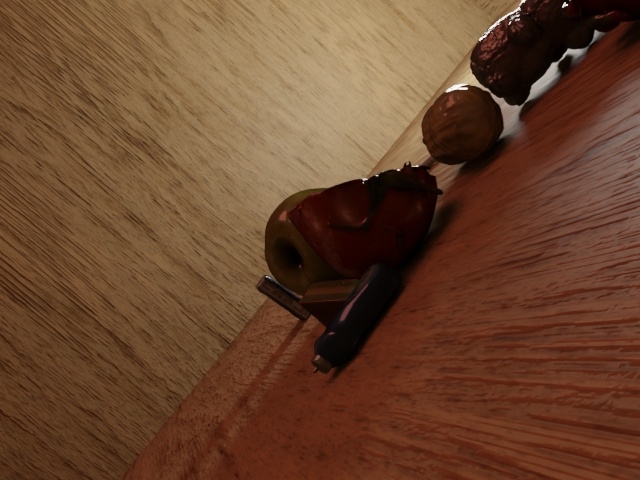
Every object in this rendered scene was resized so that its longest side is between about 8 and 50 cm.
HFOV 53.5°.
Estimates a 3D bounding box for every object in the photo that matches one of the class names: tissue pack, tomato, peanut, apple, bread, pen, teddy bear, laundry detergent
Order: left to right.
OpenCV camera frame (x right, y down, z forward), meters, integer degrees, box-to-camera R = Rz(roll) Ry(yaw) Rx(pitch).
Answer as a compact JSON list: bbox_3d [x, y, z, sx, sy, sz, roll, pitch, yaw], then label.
[{"bbox_3d":[-0.098,0.152,1.687,0.051,0.156,0.112,-55,6,-8],"label":"tissue pack"},{"bbox_3d":[0.000,0.000,1.445,0.262,0.262,0.262,-49,5,5],"label":"apple"},{"bbox_3d":[0.032,0.104,1.283,0.139,0.084,0.074,-44,6,46],"label":"bread"},{"bbox_3d":[0.050,0.131,1.030,0.206,0.061,0.097,-52,6,-22],"label":"laundry detergent"},{"bbox_3d":[0.090,-0.011,1.171,0.309,0.170,0.309,-14,-13,-3],"label":"tomato"},{"bbox_3d":[0.306,-0.224,1.709,0.218,0.026,0.026,-46,6,42],"label":"pen"},{"bbox_3d":[0.281,-0.228,1.281,0.152,0.152,0.313,-50,-1,-1],"label":"peanut"},{"bbox_3d":[0.415,-0.387,1.212,0.267,0.151,0.236,-37,-17,27],"label":"teddy bear"}]

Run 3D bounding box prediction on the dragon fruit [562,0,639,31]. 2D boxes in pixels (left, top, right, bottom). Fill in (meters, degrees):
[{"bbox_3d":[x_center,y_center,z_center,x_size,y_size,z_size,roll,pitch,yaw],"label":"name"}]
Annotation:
[{"bbox_3d":[0.457,-0.419,0.909,0.273,0.218,0.198,148,125,-61],"label":"dragon fruit"}]
